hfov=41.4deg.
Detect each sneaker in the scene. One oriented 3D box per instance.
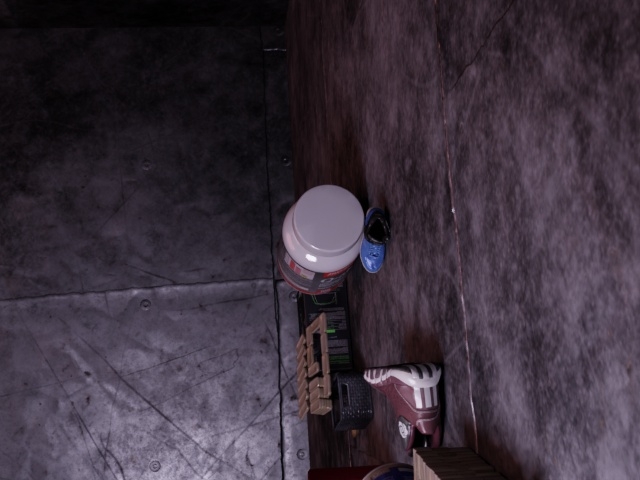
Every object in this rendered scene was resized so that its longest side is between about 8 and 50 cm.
[{"bbox_3d":[0.149,0.306,1.535,0.281,0.106,0.163,131,133,-79],"label":"sneaker"},{"bbox_3d":[0.118,0.007,1.852,0.085,0.058,0.152,-87,3,-73],"label":"sneaker"}]

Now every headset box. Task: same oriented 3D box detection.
[{"bbox_3d":[0.009,0.279,2.520,0.246,0.131,0.283,113,153,-75],"label":"headset box"}]

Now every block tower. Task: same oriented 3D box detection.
[{"bbox_3d":[0.204,0.362,1.162,0.335,0.090,0.097,167,101,-82],"label":"block tower"}]

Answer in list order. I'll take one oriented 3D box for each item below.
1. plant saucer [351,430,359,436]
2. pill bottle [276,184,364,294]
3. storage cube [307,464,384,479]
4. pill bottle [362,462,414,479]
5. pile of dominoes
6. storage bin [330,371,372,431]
[{"bbox_3d":[0.097,0.503,2.351,0.083,0.015,0.084,178,90,-82],"label":"plant saucer"},{"bbox_3d":[0.000,0.000,2.183,0.363,0.210,0.210,109,157,-72],"label":"pill bottle"},{"bbox_3d":[0.066,0.605,1.874,0.193,0.214,0.184,100,167,-84],"label":"storage cube"},{"bbox_3d":[0.149,0.479,1.390,0.264,0.153,0.153,-148,56,-80],"label":"pill bottle"},{"bbox_3d":[-0.009,0.348,2.312,0.196,0.040,0.251,133,140,-52],"label":"pile of dominoes"},{"bbox_3d":[0.078,0.420,2.204,0.180,0.084,0.122,102,163,-66],"label":"storage bin"}]
